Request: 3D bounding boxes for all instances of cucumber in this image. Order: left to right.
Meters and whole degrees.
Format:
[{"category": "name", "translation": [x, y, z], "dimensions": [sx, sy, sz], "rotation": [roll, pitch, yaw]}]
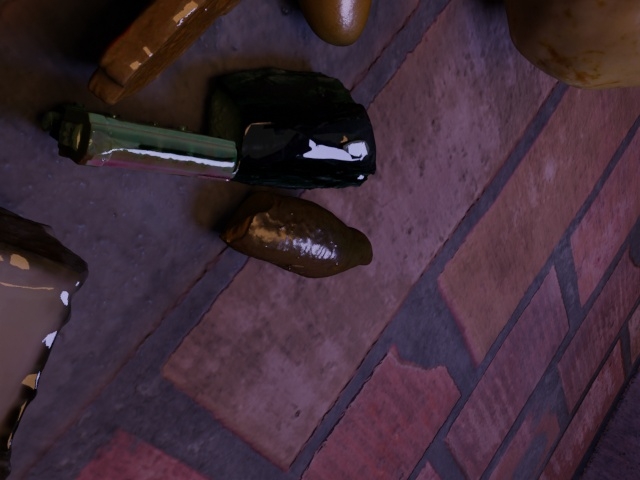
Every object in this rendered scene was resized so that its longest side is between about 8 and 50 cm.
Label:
[{"category": "cucumber", "translation": [-0.015, -0.097, 0.642], "dimensions": [0.193, 0.086, 0.115], "rotation": [-4, 113, -43]}]

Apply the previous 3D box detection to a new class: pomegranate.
[{"category": "pomegranate", "translation": [0.361, -0.336, 0.794], "dimensions": [0.342, 0.342, 0.342], "rotation": [-26, 128, -40]}]

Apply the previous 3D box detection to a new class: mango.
[{"category": "mango", "translation": [0.019, -0.260, 0.591], "dimensions": [0.102, 0.085, 0.184], "rotation": [-22, 135, -47]}]

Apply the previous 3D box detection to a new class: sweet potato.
[{"category": "sweet potato", "translation": [0.000, 0.000, 0.713], "dimensions": [0.244, 0.077, 0.077], "rotation": [15, 98, -50]}]

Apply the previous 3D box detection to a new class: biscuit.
[{"category": "biscuit", "translation": [-0.077, -0.180, 0.483], "dimensions": [0.225, 0.166, 0.036], "rotation": [-46, 103, -3]}]

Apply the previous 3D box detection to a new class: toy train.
[{"category": "toy train", "translation": [-0.130, -0.072, 0.519], "dimensions": [0.148, 0.071, 0.038], "rotation": [2, 107, -51]}]

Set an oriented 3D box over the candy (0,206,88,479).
[{"category": "candy", "translation": [-0.254, 0.055, 0.388], "dimensions": [0.195, 0.137, 0.185], "rotation": [22, 91, -51]}]
